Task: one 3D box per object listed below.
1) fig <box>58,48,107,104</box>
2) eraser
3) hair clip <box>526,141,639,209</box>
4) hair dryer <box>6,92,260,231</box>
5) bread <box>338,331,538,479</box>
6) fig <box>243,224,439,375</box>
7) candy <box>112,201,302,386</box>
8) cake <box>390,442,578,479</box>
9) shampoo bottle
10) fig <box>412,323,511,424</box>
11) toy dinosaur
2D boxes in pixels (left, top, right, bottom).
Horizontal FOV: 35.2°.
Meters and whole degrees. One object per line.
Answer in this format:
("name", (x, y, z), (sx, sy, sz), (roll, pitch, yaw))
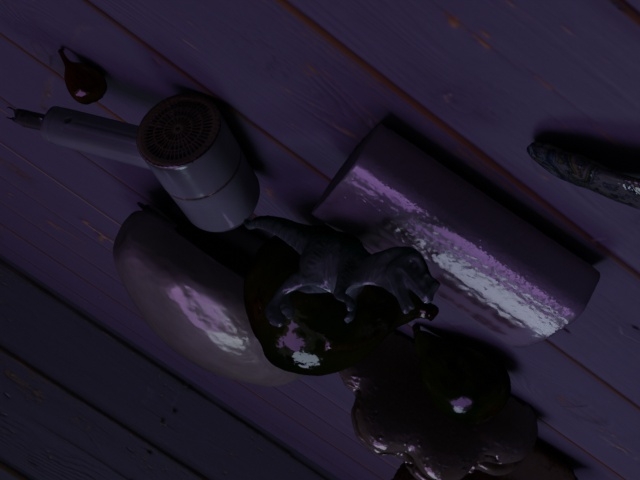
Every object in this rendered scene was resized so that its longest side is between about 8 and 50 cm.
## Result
("fig", (-0.311, -0.213, 1.295), (0.083, 0.050, 0.050), (52, 160, -3))
("eraser", (0.134, 0.001, 1.054), (0.270, 0.095, 0.174), (33, 159, -6))
("hair clip", (0.263, -0.046, 0.811), (0.229, 0.036, 0.066), (14, 161, 43))
("hair dryer", (-0.255, -0.123, 1.287), (0.357, 0.107, 0.173), (17, 157, 23))
("bread", (0.162, 0.268, 1.564), (0.337, 0.183, 0.102), (29, 154, 8))
("fig", (0.026, 0.080, 1.306), (0.245, 0.195, 0.195), (7, 168, -17))
("candy", (-0.188, 0.099, 1.643), (0.386, 0.186, 0.427), (33, 169, 16))
("cake", (0.250, 0.459, 1.729), (0.282, 0.290, 0.256), (32, 160, 1))
("shampoo bottle", (-0.155, -0.015, 1.550), (0.165, 0.040, 0.080), (29, 166, 7))
("fig", (0.186, 0.188, 1.449), (0.177, 0.117, 0.117), (34, 165, 28))
("toy dinosaur", (-0.032, 0.037, 1.071), (0.383, 0.129, 0.076), (18, 152, 50))
